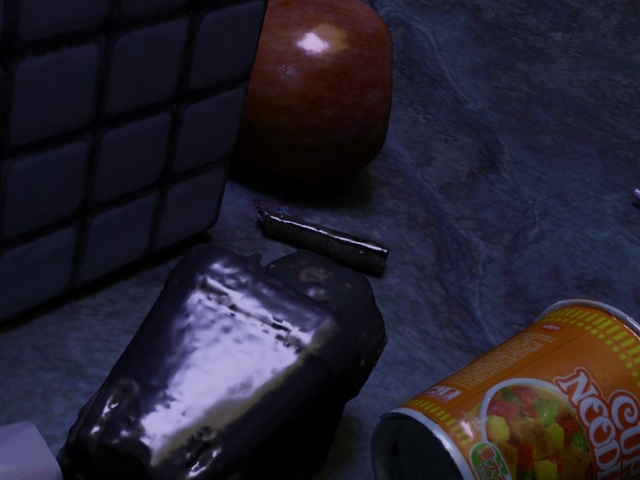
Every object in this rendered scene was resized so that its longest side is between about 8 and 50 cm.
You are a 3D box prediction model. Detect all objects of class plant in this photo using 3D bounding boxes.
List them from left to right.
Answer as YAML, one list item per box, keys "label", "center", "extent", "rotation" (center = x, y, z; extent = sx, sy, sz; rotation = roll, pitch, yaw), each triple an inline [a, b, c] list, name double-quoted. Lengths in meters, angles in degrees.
- label: "plant"
  center: [-0.058, 0.097, 0.718]
  extent: [0.142, 0.164, 0.256]
  rotation: [31, 39, 20]

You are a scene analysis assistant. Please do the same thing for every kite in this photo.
- label: "kite"
  center: [-0.030, -0.023, 1.026]
  extent: [0.078, 0.002, 0.044]
  rotation: [16, 36, -1]

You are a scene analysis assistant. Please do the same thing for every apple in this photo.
- label: "apple"
  center: [-0.017, -0.154, 1.053]
  extent: [0.174, 0.188, 0.188]
  rotation: [6, 36, -1]

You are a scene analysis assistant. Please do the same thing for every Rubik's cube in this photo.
- label: "Rubik's cube"
  center: [-0.276, -0.171, 0.820]
  extent: [0.337, 0.344, 0.344]
  rotation: [37, 41, 25]

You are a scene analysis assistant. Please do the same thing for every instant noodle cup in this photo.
- label: "instant noodle cup"
  center: [0.140, 0.144, 0.766]
  extent: [0.185, 0.168, 0.168]
  rotation: [-18, 49, -31]

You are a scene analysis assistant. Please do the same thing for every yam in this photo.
- label: "yam"
  center: [0.000, 0.000, 0.992]
  extent: [0.130, 0.033, 0.027]
  rotation: [17, 62, 5]

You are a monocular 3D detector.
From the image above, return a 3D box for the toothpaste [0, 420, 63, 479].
- label: "toothpaste"
  center: [-0.313, 0.192, 0.551]
  extent: [0.371, 0.079, 0.125]
  rotation: [-19, 13, -38]

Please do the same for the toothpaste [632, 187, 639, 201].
- label: "toothpaste"
  center: [0.421, -0.007, 1.186]
  extent: [0.170, 0.028, 0.045]
  rotation: [39, 33, 23]
